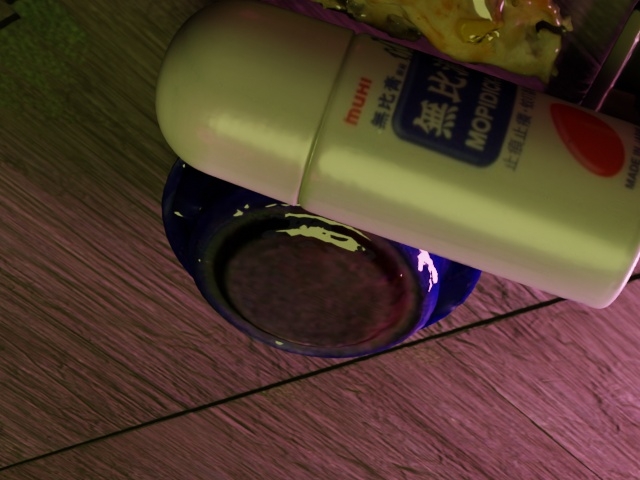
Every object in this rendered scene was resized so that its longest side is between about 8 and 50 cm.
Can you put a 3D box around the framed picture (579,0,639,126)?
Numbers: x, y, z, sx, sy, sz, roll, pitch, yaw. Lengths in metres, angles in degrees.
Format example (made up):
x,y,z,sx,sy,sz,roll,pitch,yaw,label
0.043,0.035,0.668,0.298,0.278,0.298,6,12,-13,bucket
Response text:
x,y,z,sx,sy,sz,roll,pitch,yaw,label
0.292,-0.029,0.939,0.265,0.018,0.192,38,145,15,framed picture

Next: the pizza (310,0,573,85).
x,y,z,sx,sy,sz,roll,pitch,yaw,label
0.042,-0.191,0.859,0.189,0.071,0.297,-18,134,35,pizza

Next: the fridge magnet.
x,y,z,sx,sy,sz,roll,pitch,yaw,label
0.000,0.000,1.091,0.266,0.112,0.265,8,138,7,fridge magnet

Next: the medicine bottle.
x,y,z,sx,sy,sz,roll,pitch,yaw,label
0.053,-0.066,0.927,0.341,0.130,0.130,19,144,2,medicine bottle
